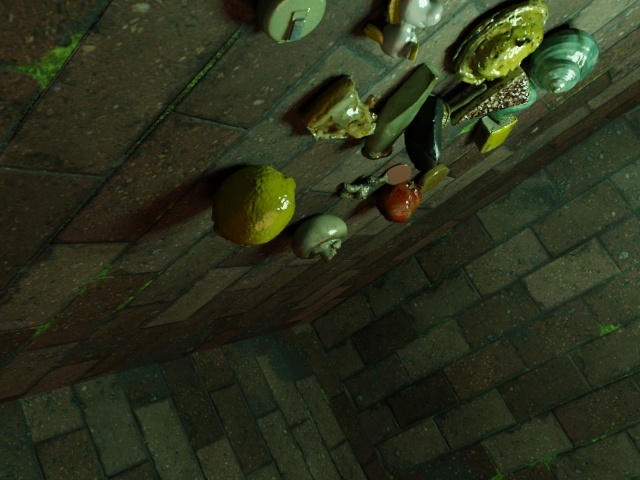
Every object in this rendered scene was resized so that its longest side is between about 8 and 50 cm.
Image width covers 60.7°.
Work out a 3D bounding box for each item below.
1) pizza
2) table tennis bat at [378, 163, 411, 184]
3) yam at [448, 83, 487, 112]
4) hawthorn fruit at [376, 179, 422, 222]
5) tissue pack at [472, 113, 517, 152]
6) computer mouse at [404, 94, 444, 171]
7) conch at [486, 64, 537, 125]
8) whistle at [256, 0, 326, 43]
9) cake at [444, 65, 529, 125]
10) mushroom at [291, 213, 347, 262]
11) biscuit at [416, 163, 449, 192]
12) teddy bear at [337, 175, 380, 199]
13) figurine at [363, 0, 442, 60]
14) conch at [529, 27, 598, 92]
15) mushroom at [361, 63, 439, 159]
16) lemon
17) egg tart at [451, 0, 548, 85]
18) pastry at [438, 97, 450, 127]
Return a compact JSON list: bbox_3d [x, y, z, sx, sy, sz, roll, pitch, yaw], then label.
[{"bbox_3d":[0.063,-0.311,1.409,0.189,0.071,0.297,-33,164,13],"label":"pizza"},{"bbox_3d":[0.260,-0.237,2.022,0.157,0.013,0.087,-19,136,2],"label":"table tennis bat"},{"bbox_3d":[0.392,-0.397,1.634,0.234,0.027,0.029,-28,-174,38],"label":"yam"},{"bbox_3d":[0.315,-0.154,2.162,0.179,0.173,0.173,-31,164,16],"label":"hawthorn fruit"},{"bbox_3d":[0.656,-0.416,2.063,0.120,0.082,0.169,-28,164,-6],"label":"tissue pack"},{"bbox_3d":[0.290,-0.308,1.562,0.073,0.217,0.122,6,175,-36],"label":"computer mouse"},{"bbox_3d":[0.607,-0.464,1.767,0.188,0.122,0.176,-39,-172,34],"label":"conch"},{"bbox_3d":[-0.036,-0.423,0.909,0.126,0.067,0.258,-22,160,-26],"label":"whistle"},{"bbox_3d":[0.487,-0.453,1.621,0.246,0.112,0.135,-17,144,4],"label":"cake"},{"bbox_3d":[0.000,0.000,2.073,0.226,0.178,0.226,-26,174,-3],"label":"mushroom"},{"bbox_3d":[0.462,-0.265,2.269,0.170,0.050,0.170,-34,164,-11],"label":"biscuit"},{"bbox_3d":[0.148,-0.180,1.945,0.160,0.078,0.119,-21,159,-23],"label":"teddy bear"},{"bbox_3d":[0.181,-0.461,1.126,0.130,0.109,0.178,9,142,-29],"label":"figurine"},{"bbox_3d":[0.741,-0.541,1.679,0.220,0.195,0.277,107,8,-51],"label":"conch"},{"bbox_3d":[0.211,-0.348,1.526,0.107,0.087,0.333,-20,158,-33],"label":"mushroom"},{"bbox_3d":[-0.179,-0.091,1.450,0.260,0.204,0.204,-35,163,17],"label":"lemon"},{"bbox_3d":[0.484,-0.509,1.445,0.291,0.107,0.291,-27,164,-9],"label":"egg tart"},{"bbox_3d":[0.333,-0.373,1.627,0.057,0.109,0.097,5,-173,-46],"label":"pastry"}]
